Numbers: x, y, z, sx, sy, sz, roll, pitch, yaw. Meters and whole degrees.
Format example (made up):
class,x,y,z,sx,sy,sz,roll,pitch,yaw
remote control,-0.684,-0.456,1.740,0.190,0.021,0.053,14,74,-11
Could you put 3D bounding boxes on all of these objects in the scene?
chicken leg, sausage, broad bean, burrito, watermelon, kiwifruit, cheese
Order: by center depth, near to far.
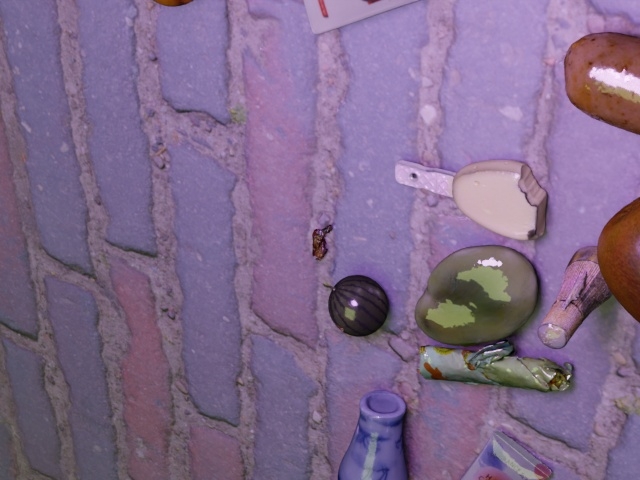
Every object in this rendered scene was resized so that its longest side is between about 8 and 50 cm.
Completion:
class,x,y,z,sx,sy,sz,roll,pitch,yaw
sausage,0.535,-0.133,1.373,0.501,0.123,0.136,30,115,17
kiwifruit,0.495,0.040,1.483,0.234,0.196,0.196,48,136,-10
cheese,0.229,-0.082,1.692,0.255,0.050,0.127,18,129,26
broad bean,0.252,0.097,1.769,0.169,0.100,0.228,35,133,3
burrito,0.280,0.207,1.838,0.288,0.054,0.104,3,143,34
watermelon,0.056,0.107,1.908,0.133,0.105,0.105,37,139,-20
chicken leg,-0.002,0.000,1.942,0.036,0.021,0.083,34,130,26

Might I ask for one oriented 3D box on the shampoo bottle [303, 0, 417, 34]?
class,x,y,z,sx,sy,sz,roll,pitch,yaw
shampoo bottle,0.098,-0.380,1.567,0.284,0.071,0.153,4,120,36

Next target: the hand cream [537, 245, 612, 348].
class,x,y,z,sx,sy,sz,roll,pitch,yaw
hand cream,0.371,0.089,1.596,0.084,0.203,0.084,21,130,26

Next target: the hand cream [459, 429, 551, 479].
class,x,y,z,sx,sy,sz,roll,pitch,yaw
hand cream,0.294,0.484,2.030,0.124,0.078,0.340,39,130,10

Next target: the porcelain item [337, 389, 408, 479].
class,x,y,z,sx,sy,sz,roll,pitch,yaw
porcelain item,0.105,0.414,2.074,0.141,0.141,0.259,21,121,24

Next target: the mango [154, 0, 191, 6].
class,x,y,z,sx,sy,sz,roll,pitch,yaw
mango,-0.272,-0.468,1.753,0.219,0.112,0.145,40,139,13
